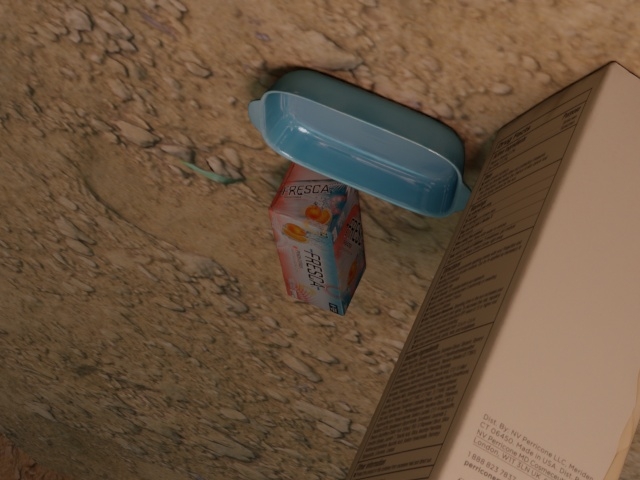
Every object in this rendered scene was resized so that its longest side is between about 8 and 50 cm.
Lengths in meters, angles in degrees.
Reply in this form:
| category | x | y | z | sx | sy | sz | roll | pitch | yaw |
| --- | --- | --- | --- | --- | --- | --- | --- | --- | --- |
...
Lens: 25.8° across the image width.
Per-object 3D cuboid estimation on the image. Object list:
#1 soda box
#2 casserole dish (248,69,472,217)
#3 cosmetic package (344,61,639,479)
| category | x | y | z | sx | sy | sz | roll | pitch | yaw |
| --- | --- | --- | --- | --- | --- | --- | --- | --- | --- |
| soda box | 0.000 | 0.000 | 1.263 | 0.063 | 0.058 | 0.183 | 20 | 158 | 14 |
| casserole dish | 0.035 | -0.078 | 1.084 | 0.188 | 0.037 | 0.114 | 22 | 157 | 8 |
| cosmetic package | 0.140 | 0.057 | 0.910 | 0.113 | 0.309 | 0.160 | 32 | 158 | -12 |
